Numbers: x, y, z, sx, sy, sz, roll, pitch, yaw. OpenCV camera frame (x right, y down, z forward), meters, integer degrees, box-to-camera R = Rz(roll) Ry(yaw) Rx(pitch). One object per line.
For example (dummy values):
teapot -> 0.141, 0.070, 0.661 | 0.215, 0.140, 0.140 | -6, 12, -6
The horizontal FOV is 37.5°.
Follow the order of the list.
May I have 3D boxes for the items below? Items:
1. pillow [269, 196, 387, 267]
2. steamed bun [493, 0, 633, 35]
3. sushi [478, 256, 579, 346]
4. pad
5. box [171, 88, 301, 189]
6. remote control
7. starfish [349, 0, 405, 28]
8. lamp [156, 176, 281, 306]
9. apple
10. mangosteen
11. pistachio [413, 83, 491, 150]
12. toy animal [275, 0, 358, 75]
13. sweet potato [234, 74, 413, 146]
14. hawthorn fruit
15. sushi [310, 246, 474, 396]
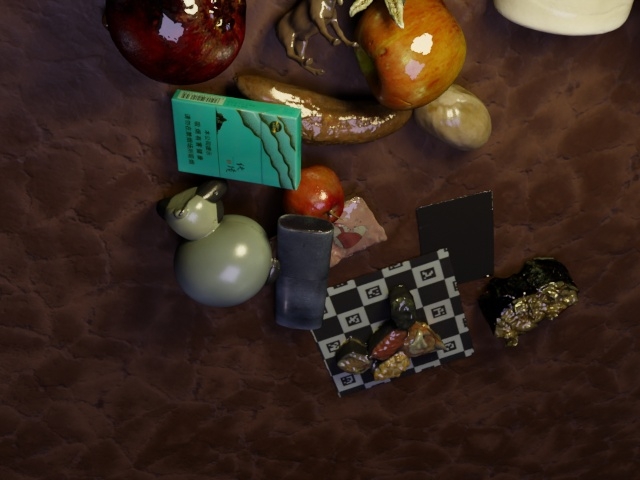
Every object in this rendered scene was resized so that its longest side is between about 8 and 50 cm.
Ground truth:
pillow -> 0.000, 0.000, 1.906 | 0.248, 0.049, 0.135 | -27, 129, 14
steamed bun -> 0.423, -0.433, 1.585 | 0.241, 0.164, 0.146 | -5, 130, -12
sushi -> 0.456, 0.126, 2.077 | 0.212, 0.115, 0.147 | -30, 130, 12
pad -> 0.291, 0.005, 2.010 | 0.163, 0.004, 0.243 | -13, 131, -3
box -> -0.146, -0.178, 1.671 | 0.226, 0.042, 0.161 | 10, 134, 8
remote control -> -0.037, 0.071, 1.877 | 0.107, 0.044, 0.377 | 3, 146, -1
starfish -> 0.136, -0.426, 1.518 | 0.175, 0.208, 0.053 | 12, 166, 0
lamp -> -0.201, 0.012, 1.791 | 0.197, 0.198, 0.244 | -25, 113, 7
apple -> 0.153, -0.324, 1.591 | 0.196, 0.196, 0.196 | -7, 129, -8
mangosteen -> -0.245, -0.360, 1.475 | 0.261, 0.235, 0.235 | 9, 142, 36
pistachio -> 0.253, -0.222, 1.753 | 0.126, 0.108, 0.185 | -31, 141, 34
toy animal -> -0.006, -0.393, 1.549 | 0.093, 0.186, 0.214 | -6, 160, -48
sweet potato -> 0.005, -0.225, 1.702 | 0.341, 0.092, 0.114 | 5, 102, -18
hawthorn fruit -> -0.013, -0.075, 1.790 | 0.125, 0.140, 0.125 | -10, 155, -5
sushi -> 0.162, 0.214, 2.105 | 0.343, 0.064, 0.359 | -19, 130, 3
